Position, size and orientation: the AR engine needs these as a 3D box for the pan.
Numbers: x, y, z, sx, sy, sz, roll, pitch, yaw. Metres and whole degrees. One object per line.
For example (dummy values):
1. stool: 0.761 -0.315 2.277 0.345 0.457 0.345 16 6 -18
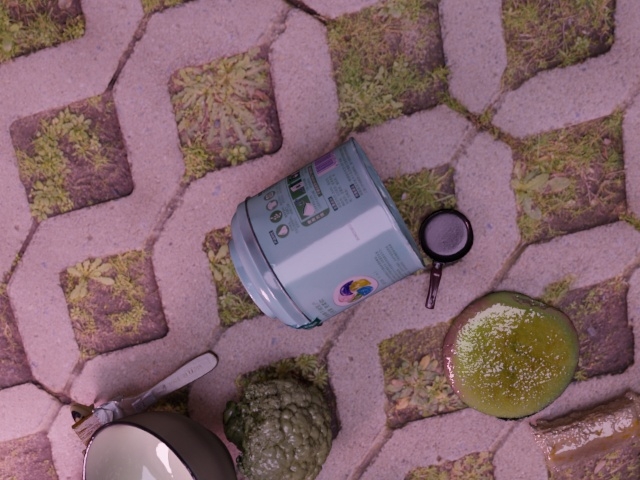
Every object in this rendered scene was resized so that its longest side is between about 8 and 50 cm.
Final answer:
1. pan: 0.248 0.038 1.644 0.114 0.040 0.212 12 98 -2

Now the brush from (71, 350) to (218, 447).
1. brush: -0.368 0.335 1.709 0.336 0.020 0.085 -32 94 -9

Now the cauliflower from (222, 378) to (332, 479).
1. cauliflower: -0.112 0.414 1.679 0.250 0.272 0.275 15 92 29

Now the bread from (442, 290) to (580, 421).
1. bread: 0.404 0.253 1.699 0.301 0.045 0.302 1 106 2

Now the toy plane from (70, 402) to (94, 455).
1. toy plane: -0.456 0.441 1.754 0.229 0.092 0.244 -39 100 13

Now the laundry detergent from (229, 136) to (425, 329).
1. laundry detergent: 0.000 0.000 1.517 0.305 0.287 0.287 -29 102 9

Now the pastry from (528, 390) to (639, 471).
1. pastry: 0.592 0.415 1.718 0.258 0.089 0.122 -19 116 10

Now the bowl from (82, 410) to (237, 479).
1. bowl: -0.296 0.494 1.621 0.353 0.185 0.354 10 109 31
